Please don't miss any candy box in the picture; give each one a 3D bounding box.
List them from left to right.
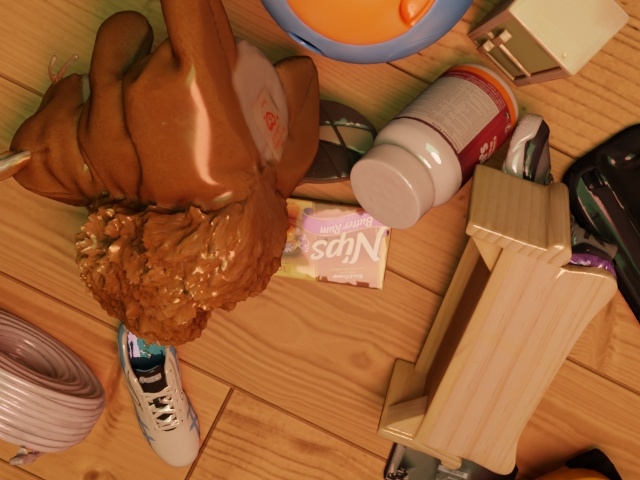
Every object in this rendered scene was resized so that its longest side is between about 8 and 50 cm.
[{"bbox_3d":[0.000,0.000,1.165,0.186,0.053,0.109,9,97,1],"label":"candy box"}]

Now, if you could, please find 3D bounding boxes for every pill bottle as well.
[{"bbox_3d":[0.141,-0.117,1.063,0.121,0.121,0.221,49,58,-5],"label":"pill bottle"}]

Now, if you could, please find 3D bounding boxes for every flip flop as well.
[{"bbox_3d":[-0.053,-0.111,1.141,0.277,0.080,0.112,-11,78,18],"label":"flip flop"}]

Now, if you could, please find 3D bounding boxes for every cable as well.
[{"bbox_3d":[-0.396,0.168,1.091,0.257,0.257,0.089,34,91,13],"label":"cable"}]

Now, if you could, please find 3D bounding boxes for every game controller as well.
[{"bbox_3d":[0.464,0.003,1.164,0.166,0.067,0.319,-34,96,-10],"label":"game controller"}]

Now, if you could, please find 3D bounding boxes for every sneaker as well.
[{"bbox_3d":[-0.225,0.206,1.179,0.085,0.086,0.237,-15,98,1],"label":"sneaker"},{"bbox_3d":[0.307,-0.027,1.109,0.153,0.101,0.269,8,110,18],"label":"sneaker"}]

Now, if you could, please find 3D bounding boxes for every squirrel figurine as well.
[{"bbox_3d":[-0.217,-0.072,1.017,0.370,0.281,0.397,-9,78,26],"label":"squirrel figurine"}]

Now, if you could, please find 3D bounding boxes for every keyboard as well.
[{"bbox_3d":[0.181,0.342,1.224,0.180,0.023,0.108,19,91,-1],"label":"keyboard"}]

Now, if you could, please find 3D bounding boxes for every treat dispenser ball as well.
[{"bbox_3d":[0.055,-0.351,1.000,0.288,0.288,0.288,0,97,1],"label":"treat dispenser ball"}]

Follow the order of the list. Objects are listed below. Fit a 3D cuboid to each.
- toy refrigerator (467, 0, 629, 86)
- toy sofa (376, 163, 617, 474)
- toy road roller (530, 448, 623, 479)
[{"bbox_3d":[0.255,-0.249,1.020,0.102,0.269,0.094,44,96,-5],"label":"toy refrigerator"},{"bbox_3d":[0.209,0.106,1.056,0.177,0.150,0.362,19,124,3],"label":"toy sofa"},{"bbox_3d":[0.350,0.456,1.114,0.202,0.240,0.330,-21,98,-6],"label":"toy road roller"}]
